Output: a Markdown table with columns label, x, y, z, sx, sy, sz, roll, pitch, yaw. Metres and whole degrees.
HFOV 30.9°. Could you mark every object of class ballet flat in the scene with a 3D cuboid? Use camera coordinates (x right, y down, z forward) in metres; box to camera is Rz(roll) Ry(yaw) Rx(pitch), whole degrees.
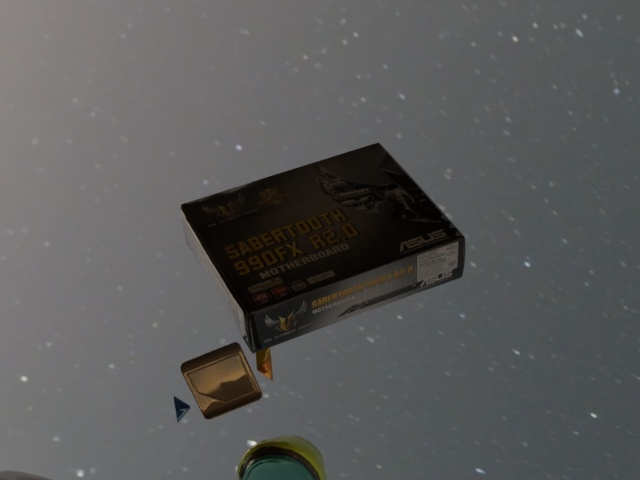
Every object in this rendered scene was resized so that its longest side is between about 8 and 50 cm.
| label | x | y | z | sx | sy | sz | roll | pitch | yaw |
| --- | --- | --- | --- | --- | --- | --- | --- | --- | --- |
| ballet flat | -0.026 | 0.221 | 1.039 | 0.077 | 0.231 | 0.077 | 0 | -132 | 10 |

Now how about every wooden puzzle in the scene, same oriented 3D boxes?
| label | x | y | z | sx | sy | sz | roll | pitch | yaw |
| --- | --- | --- | --- | --- | --- | --- | --- | --- | --- |
| wooden puzzle | -0.102 | 0.146 | 1.212 | 0.116 | 0.079 | 0.014 | -16 | -156 | -3 |

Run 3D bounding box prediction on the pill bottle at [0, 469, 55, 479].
| label | x | y | z | sx | sy | sz | roll | pitch | yaw |
| --- | --- | --- | --- | --- | --- | --- | --- | --- | --- |
| pill bottle | -0.346 | 0.410 | 1.293 | 0.152 | 0.152 | 0.272 | 17 | -94 | 40 |

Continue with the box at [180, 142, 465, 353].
| label | x | y | z | sx | sy | sz | roll | pitch | yaw |
| --- | --- | --- | --- | --- | --- | --- | --- | --- | --- |
| box | 0.000 | 0.000 | 1.152 | 0.231 | 0.056 | 0.183 | -18 | -137 | -17 |
